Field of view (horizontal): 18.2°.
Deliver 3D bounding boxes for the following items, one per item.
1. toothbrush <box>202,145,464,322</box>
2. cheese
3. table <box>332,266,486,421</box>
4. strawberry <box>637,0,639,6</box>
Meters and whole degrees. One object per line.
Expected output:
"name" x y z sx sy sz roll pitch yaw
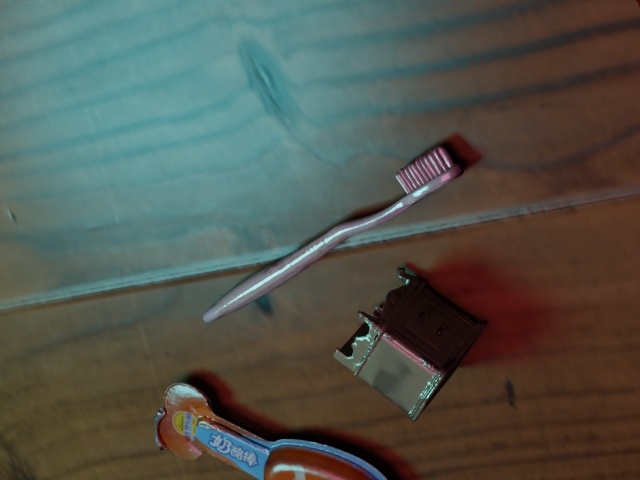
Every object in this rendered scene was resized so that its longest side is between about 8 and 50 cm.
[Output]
"toothbrush" 0.000 0.000 1.586 0.307 0.025 0.030 -32 92 40
"cheese" -0.034 0.199 1.726 0.256 0.037 0.106 23 127 16
"table" 0.069 0.078 1.559 0.083 0.079 0.062 36 132 8
"strawberry" 0.251 -0.178 1.245 0.192 0.085 0.140 -14 142 40
